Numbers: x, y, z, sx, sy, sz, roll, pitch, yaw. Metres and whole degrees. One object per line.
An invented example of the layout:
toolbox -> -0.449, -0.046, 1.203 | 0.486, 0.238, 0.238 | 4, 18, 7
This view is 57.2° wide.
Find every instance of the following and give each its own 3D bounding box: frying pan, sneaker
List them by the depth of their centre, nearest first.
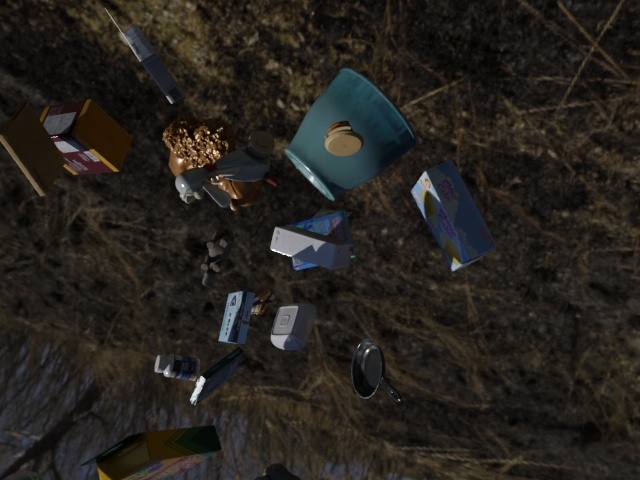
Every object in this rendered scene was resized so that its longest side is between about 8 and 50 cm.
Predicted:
frying pan -> 0.193, 0.423, 1.936 | 0.053, 0.197, 0.326 | 10, 165, -26
sneaker -> -0.251, 0.246, 2.144 | 0.084, 0.186, 0.069 | 61, -177, -25

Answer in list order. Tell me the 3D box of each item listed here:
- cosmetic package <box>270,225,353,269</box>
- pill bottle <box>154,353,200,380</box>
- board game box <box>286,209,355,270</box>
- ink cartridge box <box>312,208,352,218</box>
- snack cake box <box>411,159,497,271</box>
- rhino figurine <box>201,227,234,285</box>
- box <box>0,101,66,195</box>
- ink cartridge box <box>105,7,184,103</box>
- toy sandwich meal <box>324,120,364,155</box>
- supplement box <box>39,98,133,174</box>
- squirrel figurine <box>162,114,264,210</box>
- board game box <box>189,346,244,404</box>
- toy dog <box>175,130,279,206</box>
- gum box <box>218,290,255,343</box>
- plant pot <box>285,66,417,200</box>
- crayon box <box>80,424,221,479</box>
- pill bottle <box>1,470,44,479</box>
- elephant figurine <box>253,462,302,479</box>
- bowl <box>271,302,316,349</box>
cosmetic package -> -0.027, 0.021, 1.844 | 0.231, 0.085, 0.117 | 19, -169, 29
pill bottle -> -0.419, 0.369, 1.720 | 0.120, 0.067, 0.067 | 15, 169, -24
board game box -> 0.000, 0.000, 1.990 | 0.210, 0.160, 0.047 | -13, 161, 12
ink cartridge box -> 0.004, -0.033, 2.295 | 0.181, 0.225, 0.056 | 10, 134, 46
snack cake box -> 0.359, -0.064, 1.602 | 0.089, 0.264, 0.152 | -22, 167, -11
rhino figurine -> -0.341, 0.060, 1.923 | 0.073, 0.106, 0.243 | 23, 123, -2
box -> -0.777, -0.248, 1.595 | 0.021, 0.164, 0.201 | -10, 131, 11
ink cartridge box -> -0.562, -0.604, 1.905 | 0.239, 0.060, 0.275 | 57, 177, 15
toy sandwich meal -> 0.045, -0.199, 1.159 | 0.086, 0.029, 0.085 | -3, 152, -2
supplement box -> -0.723, -0.308, 1.786 | 0.194, 0.129, 0.191 | 0, 152, 25
squirrel figurine -> -0.386, -0.282, 2.181 | 0.370, 0.281, 0.397 | 44, 174, 21
board game box -> -0.322, 0.421, 1.832 | 0.026, 0.126, 0.186 | 37, -148, 15
toy dog -> -0.255, -0.185, 1.765 | 0.161, 0.334, 0.220 | 50, 162, 11
gum box -> -0.262, 0.240, 1.828 | 0.041, 0.157, 0.184 | 16, 166, -19
plant pot -> 0.059, -0.250, 1.493 | 0.271, 0.255, 0.271 | 46, 178, 3
crayon box -> -0.452, 0.589, 1.597 | 0.202, 0.081, 0.318 | -36, 152, 23
pill bottle -> -0.690, 0.687, 1.425 | 0.264, 0.146, 0.146 | 20, 170, 37
elephant figurine -> -0.119, 0.604, 1.349 | 0.186, 0.169, 0.239 | 49, 147, 9
bowl -> -0.085, 0.241, 1.697 | 0.142, 0.142, 0.053 | -9, 146, 45
